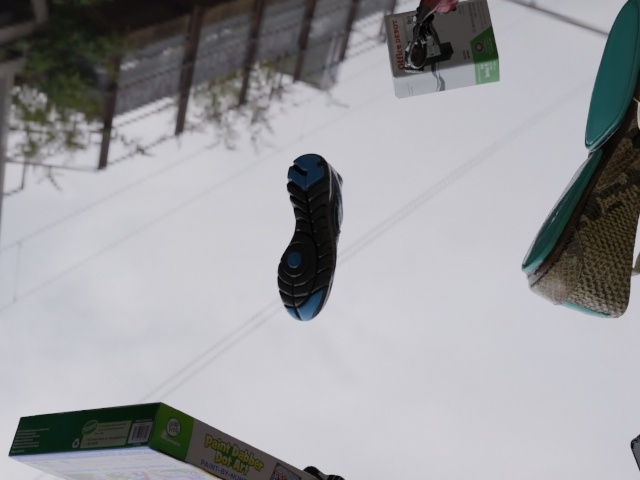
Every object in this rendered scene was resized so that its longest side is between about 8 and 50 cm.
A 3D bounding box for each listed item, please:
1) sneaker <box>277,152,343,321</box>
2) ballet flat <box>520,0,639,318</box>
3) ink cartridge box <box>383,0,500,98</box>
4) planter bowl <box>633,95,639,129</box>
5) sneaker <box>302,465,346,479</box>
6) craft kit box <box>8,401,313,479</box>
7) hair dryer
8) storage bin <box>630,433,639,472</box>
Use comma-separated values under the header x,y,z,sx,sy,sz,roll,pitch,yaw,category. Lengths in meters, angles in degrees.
x,y,z,sx,sy,sz,roll,pitch,yaw,category
0.000,0.000,2.328,0.125,0.341,0.139,2,170,27,sneaker
0.423,-0.105,1.537,0.182,0.164,0.483,26,-113,-5,ballet flat
0.235,-0.375,2.223,0.208,0.087,0.153,-10,-115,6,ink cartridge box
0.441,-0.085,1.281,0.217,0.090,0.217,16,-163,-5,planter bowl
0.016,0.308,1.395,0.044,0.040,0.109,44,167,-28,sneaker
-0.180,0.256,1.290,0.246,0.249,0.061,38,-126,-39,craft kit box
0.214,-0.433,1.996,0.080,0.294,0.223,13,-178,0,hair dryer
0.591,0.350,1.783,0.084,0.122,0.180,-28,-170,-31,storage bin
